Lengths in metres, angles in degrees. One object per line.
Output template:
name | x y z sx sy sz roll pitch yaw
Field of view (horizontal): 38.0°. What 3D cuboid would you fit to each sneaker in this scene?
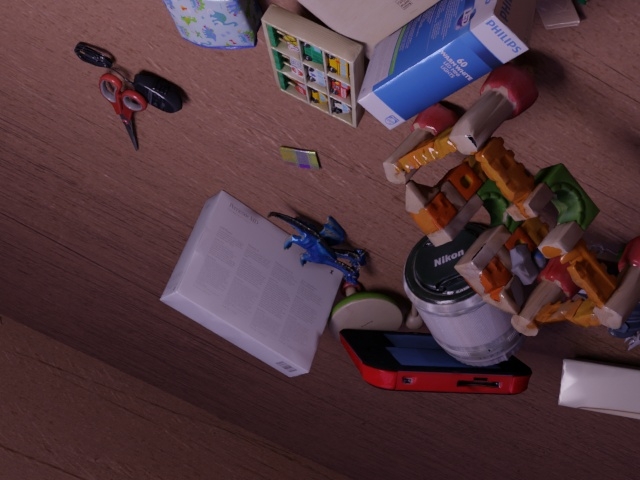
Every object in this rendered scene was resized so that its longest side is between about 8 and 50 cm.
sneaker | 0.563 0.117 1.899 0.226 0.086 0.163 20 152 32

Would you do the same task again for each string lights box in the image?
string lights box | 0.177 -0.275 1.319 0.076 0.133 0.259 37 139 -25

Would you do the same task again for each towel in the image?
towel | -0.044 -0.171 1.918 0.083 0.009 0.060 10 148 18

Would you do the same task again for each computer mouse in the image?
computer mouse | -0.378 -0.330 1.852 0.242 0.041 0.071 31 160 -6

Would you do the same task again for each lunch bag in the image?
lunch bag | -0.186 -0.391 1.555 0.151 0.096 0.129 -1 146 17

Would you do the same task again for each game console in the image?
game console | 0.257 0.265 2.130 0.386 0.060 0.342 4 -167 -11

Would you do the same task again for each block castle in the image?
block castle | 0.353 -0.063 1.579 0.453 0.213 0.303 48 154 -11

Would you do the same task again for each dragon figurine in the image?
dragon figurine | 0.000 0.000 2.097 0.144 0.085 0.289 1 145 32

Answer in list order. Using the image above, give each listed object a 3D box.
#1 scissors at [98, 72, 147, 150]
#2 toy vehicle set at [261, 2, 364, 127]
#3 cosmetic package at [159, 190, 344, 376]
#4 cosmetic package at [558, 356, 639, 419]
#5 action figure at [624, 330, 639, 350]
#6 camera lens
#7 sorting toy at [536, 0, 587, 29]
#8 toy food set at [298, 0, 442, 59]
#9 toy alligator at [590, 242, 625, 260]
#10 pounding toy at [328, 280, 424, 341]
scissors | -0.422 -0.270 1.971 0.109 0.021 0.297 29 161 -5
toy vehicle set | -0.006 -0.289 1.570 0.166 0.035 0.267 27 168 10
cosmetic package | -0.149 0.104 2.166 0.377 0.284 0.097 35 150 -22
cosmetic package | 0.717 0.345 2.124 0.309 0.113 0.160 5 177 26
action figure | 0.772 0.218 1.958 0.285 0.099 0.185 30 157 -6
camera lens | 0.310 0.113 1.948 0.219 0.219 0.274 2 146 31
sorting toy | 0.360 -0.342 1.366 0.083 0.012 0.062 1 140 38
toy food set | 0.132 -0.385 1.387 0.219 0.092 0.306 35 140 -23
toy alligator | 0.618 0.037 1.801 0.189 0.056 0.051 18 -166 17
pounding toy | 0.130 0.157 2.288 0.236 0.110 0.183 -12 138 3
